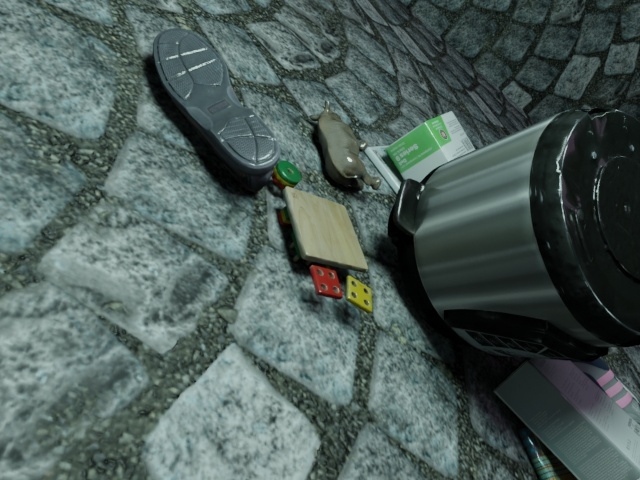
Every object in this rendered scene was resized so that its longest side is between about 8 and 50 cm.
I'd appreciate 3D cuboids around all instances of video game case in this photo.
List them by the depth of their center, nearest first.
[{"bbox_3d":[0.185,-0.157,1.249,0.157,0.019,0.143,55,33,12],"label":"video game case"}]

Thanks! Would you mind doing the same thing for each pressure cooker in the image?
[{"bbox_3d":[0.346,0.007,0.925,0.375,0.420,0.370,-27,95,-33],"label":"pressure cooker"}]

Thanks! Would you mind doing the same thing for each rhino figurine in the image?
[{"bbox_3d":[0.038,-0.199,1.076,0.106,0.073,0.243,21,40,-40],"label":"rhino figurine"}]

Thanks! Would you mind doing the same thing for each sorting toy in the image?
[{"bbox_3d":[0.000,0.000,0.845,0.132,0.046,0.275,14,45,-41],"label":"sorting toy"}]

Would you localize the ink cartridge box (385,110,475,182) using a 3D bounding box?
[{"bbox_3d":[0.304,-0.135,1.234,0.289,0.121,0.211,58,34,0],"label":"ink cartridge box"}]

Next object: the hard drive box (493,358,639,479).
[{"bbox_3d":[0.443,0.303,0.942,0.232,0.089,0.181,48,26,22],"label":"hard drive box"}]

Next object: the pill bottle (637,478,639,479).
[{"bbox_3d":[0.679,0.523,1.010,0.119,0.119,0.208,-9,62,-52],"label":"pill bottle"}]

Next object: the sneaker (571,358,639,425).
[{"bbox_3d":[0.576,0.333,1.098,0.319,0.112,0.131,35,32,-17],"label":"sneaker"}]

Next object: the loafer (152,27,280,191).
[{"bbox_3d":[-0.174,-0.202,0.842,0.109,0.095,0.302,-28,71,-26],"label":"loafer"}]

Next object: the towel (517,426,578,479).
[{"bbox_3d":[0.494,0.490,0.907,0.271,0.040,0.370,14,45,-42],"label":"towel"}]
